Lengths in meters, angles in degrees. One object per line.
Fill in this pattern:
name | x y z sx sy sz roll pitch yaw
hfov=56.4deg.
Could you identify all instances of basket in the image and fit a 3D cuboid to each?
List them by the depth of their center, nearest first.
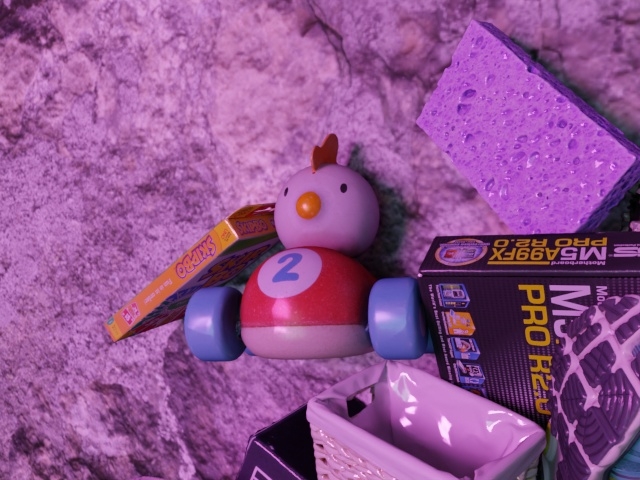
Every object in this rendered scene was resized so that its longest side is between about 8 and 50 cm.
basket | 0.083 0.186 0.494 0.167 0.113 0.103 15 113 45

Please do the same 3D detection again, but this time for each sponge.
sponge | 0.175 -0.091 0.533 0.210 0.031 0.117 59 136 35

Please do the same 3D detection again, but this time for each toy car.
toy car | 0.000 0.000 0.612 0.219 0.210 0.237 -5 81 19

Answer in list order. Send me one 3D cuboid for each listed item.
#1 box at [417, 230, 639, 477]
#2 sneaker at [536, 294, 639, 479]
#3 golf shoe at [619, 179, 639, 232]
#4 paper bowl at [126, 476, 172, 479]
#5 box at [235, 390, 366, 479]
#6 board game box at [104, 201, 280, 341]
box | 0.216 0.120 0.513 0.216 0.060 0.270 0 122 29
sneaker | 0.228 0.148 0.440 0.110 0.107 0.275 -3 127 7
golf shoe | 0.318 -0.057 0.477 0.120 0.105 0.272 13 104 17
paper bowl | -0.135 0.358 0.541 0.284 0.148 0.284 4 97 31
box | 0.036 0.373 0.632 0.296 0.183 0.294 32 110 24
board game box | -0.138 0.036 0.722 0.259 0.124 0.039 -40 78 27
